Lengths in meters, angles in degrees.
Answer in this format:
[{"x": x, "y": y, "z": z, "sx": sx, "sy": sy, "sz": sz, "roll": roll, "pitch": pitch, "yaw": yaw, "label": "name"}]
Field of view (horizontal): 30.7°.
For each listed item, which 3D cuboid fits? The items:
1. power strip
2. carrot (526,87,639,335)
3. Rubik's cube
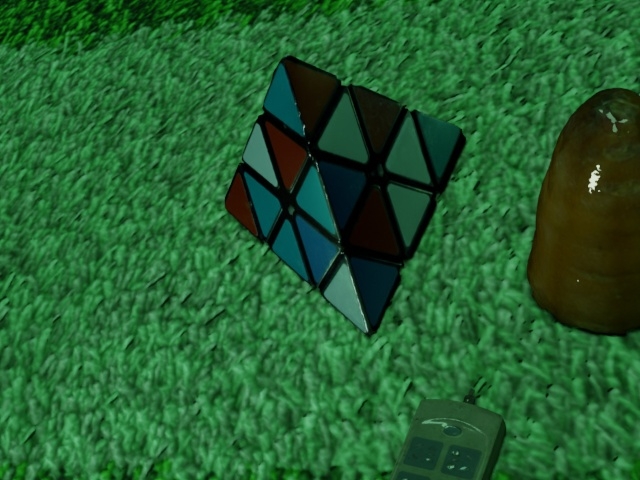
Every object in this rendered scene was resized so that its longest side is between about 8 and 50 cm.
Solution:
[{"x": 0.094, "y": 0.215, "z": 0.980, "sx": 0.080, "sy": 0.029, "sz": 0.227, "roll": 7, "pitch": 51, "yaw": 27, "label": "power strip"}, {"x": 0.252, "y": -0.037, "z": 1.025, "sx": 0.159, "sy": 0.225, "sz": 0.159, "roll": -9, "pitch": 50, "yaw": 10, "label": "carrot"}, {"x": 0.000, "y": 0.000, "z": 1.193, "sx": 0.250, "sy": 0.284, "sz": 0.234, "roll": -28, "pitch": 62, "yaw": 30, "label": "Rubik's cube"}]
